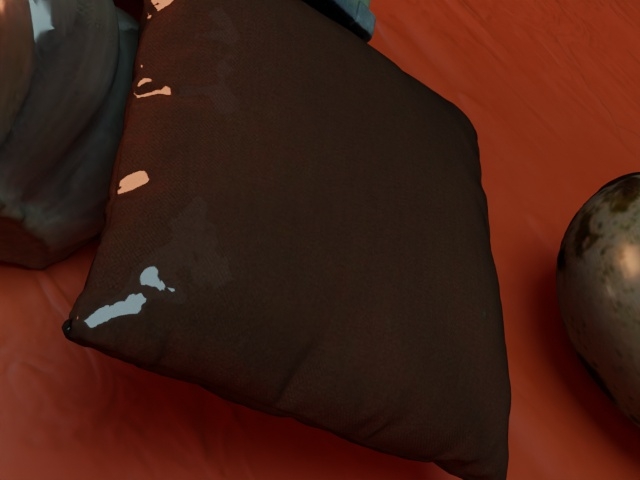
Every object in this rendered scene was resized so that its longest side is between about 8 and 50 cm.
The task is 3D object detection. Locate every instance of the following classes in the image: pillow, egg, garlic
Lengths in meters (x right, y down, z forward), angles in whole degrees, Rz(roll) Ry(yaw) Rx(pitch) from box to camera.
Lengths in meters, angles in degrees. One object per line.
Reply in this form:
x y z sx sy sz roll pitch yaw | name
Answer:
0.000 -0.019 0.526 0.305 0.108 0.307 25 49 -32 | pillow
0.276 0.055 0.646 0.169 0.169 0.231 -1 69 -27 | egg
-0.223 -0.101 0.548 0.238 0.210 0.291 -10 61 7 | garlic

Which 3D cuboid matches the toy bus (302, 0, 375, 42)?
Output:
-0.091 -0.274 0.609 0.312 0.152 0.190 31 61 -40 | toy bus
